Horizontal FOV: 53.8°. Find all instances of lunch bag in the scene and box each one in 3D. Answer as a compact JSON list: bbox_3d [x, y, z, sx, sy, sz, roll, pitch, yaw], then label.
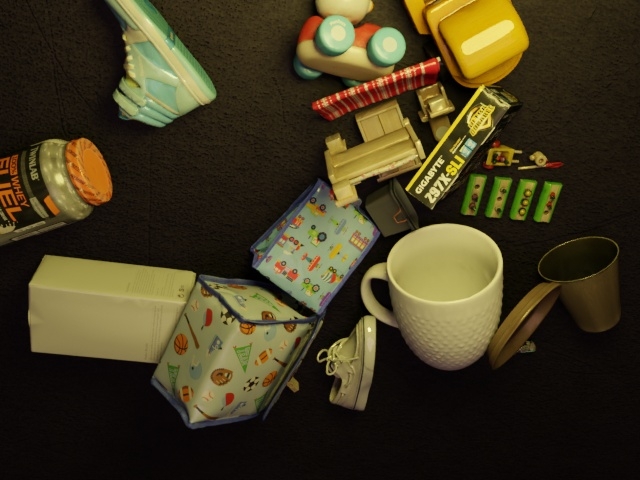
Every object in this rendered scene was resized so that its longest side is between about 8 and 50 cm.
[{"bbox_3d":[0.000,0.000,1.592,0.221,0.138,0.293,38,101,-20],"label":"lunch bag"},{"bbox_3d":[-0.175,0.285,1.619,0.385,0.239,0.328,12,112,-53],"label":"lunch bag"}]

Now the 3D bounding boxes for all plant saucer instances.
[{"bbox_3d":[0.513,0.212,1.610,0.278,0.041,0.278,-37,150,-26],"label":"plant saucer"}]

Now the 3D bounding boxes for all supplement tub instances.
[{"bbox_3d":[-0.651,-0.111,1.426,0.316,0.193,0.194,-19,119,5],"label":"supplement tub"}]

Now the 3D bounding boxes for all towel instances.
[{"bbox_3d":[0.124,-0.323,1.370,0.274,0.199,0.031,-18,92,8],"label":"towel"}]

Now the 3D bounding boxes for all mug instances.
[{"bbox_3d":[0.281,0.161,1.639,0.374,0.276,0.328,9,136,24],"label":"mug"}]

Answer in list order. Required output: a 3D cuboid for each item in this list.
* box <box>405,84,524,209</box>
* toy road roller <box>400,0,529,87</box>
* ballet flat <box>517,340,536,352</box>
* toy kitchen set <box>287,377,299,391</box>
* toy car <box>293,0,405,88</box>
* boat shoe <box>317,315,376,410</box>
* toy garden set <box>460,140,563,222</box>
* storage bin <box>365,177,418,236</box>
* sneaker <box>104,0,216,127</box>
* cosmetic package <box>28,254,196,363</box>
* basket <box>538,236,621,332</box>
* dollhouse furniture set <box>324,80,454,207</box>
[{"bbox_3d":[0.324,-0.212,1.380,0.079,0.322,0.257,40,114,9],"label":"box"},{"bbox_3d":[0.295,-0.467,1.272,0.202,0.241,0.329,-28,118,11],"label":"toy road roller"},{"bbox_3d":[0.576,0.318,1.865,0.114,0.041,0.041,-14,120,3],"label":"ballet flat"},{"bbox_3d":[-0.118,0.437,1.853,0.083,0.068,0.075,-34,117,15],"label":"toy kitchen set"},{"bbox_3d":[0.064,-0.465,1.311,0.210,0.219,0.238,8,88,-15],"label":"toy car"},{"bbox_3d":[0.068,0.345,1.782,0.156,0.136,0.367,6,134,0],"label":"boat shoe"},{"bbox_3d":[0.496,-0.141,1.585,0.244,0.049,0.204,5,119,-7],"label":"toy garden set"},{"bbox_3d":[0.176,-0.072,1.579,0.091,0.098,0.135,-25,119,21],"label":"storage bin"},{"bbox_3d":[-0.394,-0.374,1.336,0.208,0.127,0.319,-33,116,12],"label":"sneaker"},{"bbox_3d":[-0.532,0.181,1.626,0.384,0.156,0.217,10,118,-9],"label":"cosmetic package"},{"bbox_3d":[0.722,0.128,1.703,0.204,0.154,0.227,-22,123,18],"label":"basket"},{"bbox_3d":[0.181,-0.163,1.367,0.303,0.355,0.174,-21,120,9],"label":"dollhouse furniture set"}]
